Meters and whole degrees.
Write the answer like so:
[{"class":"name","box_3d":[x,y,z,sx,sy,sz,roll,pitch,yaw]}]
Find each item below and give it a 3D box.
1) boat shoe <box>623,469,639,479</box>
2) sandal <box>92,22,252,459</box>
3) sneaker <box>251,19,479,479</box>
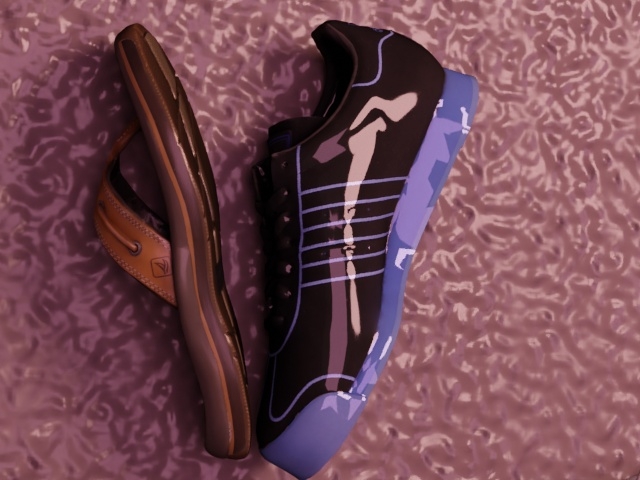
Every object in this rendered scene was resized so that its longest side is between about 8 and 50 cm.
[{"class":"boat shoe","box_3d":[0.139,0.191,0.906,0.367,0.156,0.136,-5,89,-19]},{"class":"sandal","box_3d":[-0.078,0.004,0.889,0.060,0.090,0.219,-11,98,2]},{"class":"sneaker","box_3d":[0.000,0.000,0.911,0.090,0.081,0.232,25,73,-14]}]
